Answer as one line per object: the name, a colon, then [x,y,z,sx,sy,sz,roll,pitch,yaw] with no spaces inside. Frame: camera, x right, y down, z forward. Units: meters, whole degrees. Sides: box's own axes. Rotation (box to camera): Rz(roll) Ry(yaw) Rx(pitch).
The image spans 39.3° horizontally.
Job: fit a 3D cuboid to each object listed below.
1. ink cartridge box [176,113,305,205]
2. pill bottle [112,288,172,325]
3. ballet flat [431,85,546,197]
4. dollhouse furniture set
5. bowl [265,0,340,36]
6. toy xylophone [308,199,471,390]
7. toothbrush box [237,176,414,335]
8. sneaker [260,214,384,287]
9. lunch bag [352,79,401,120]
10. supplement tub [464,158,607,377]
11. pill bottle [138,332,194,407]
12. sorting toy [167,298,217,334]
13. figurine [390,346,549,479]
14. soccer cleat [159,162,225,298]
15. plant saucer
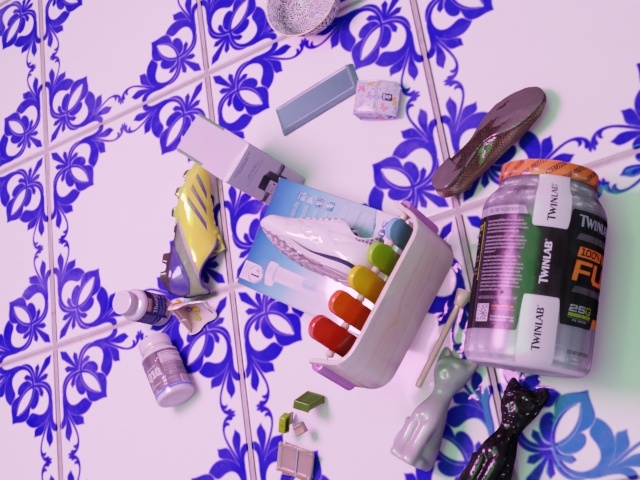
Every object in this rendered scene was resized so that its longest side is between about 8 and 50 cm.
ink cartridge box: [-0.149,-0.145,1.734,0.153,0.208,0.086,32,92,33]
pill bottle: [-0.367,0.136,1.845,0.067,0.120,0.067,-9,73,30]
ballet flat: [0.297,-0.165,1.558,0.250,0.058,0.084,-46,36,7]
dollhouse furniture set: [-0.033,0.356,1.637,0.076,0.059,0.151,11,102,26]
bowl: [-0.020,-0.477,1.818,0.170,0.080,0.170,-9,72,30]
toy xylophone: [0.123,0.112,1.462,0.081,0.236,0.322,20,69,47]
toothbrush box: [0.027,0.036,1.622,0.296,0.126,0.216,19,86,35]
sneaker: [0.000,0.000,1.535,0.235,0.090,0.094,25,75,31]
lunch bag: [0.109,-0.266,1.699,0.083,0.053,0.071,6,81,24]
supplement tub: [0.335,0.045,1.388,0.194,0.194,0.315,3,80,33]
pill bottle: [-0.313,0.259,1.804,0.078,0.078,0.137,-39,60,17]
sorting toy: [-0.251,0.144,1.807,0.075,0.083,0.044,-13,41,24]
figurine: [0.238,0.294,1.455,0.215,0.092,0.209,24,82,35]
soccer cleat: [-0.250,-0.020,1.851,0.121,0.093,0.289,7,75,3]
plant saucer: [-0.009,-0.283,1.797,0.192,0.018,0.067,-28,64,22]
